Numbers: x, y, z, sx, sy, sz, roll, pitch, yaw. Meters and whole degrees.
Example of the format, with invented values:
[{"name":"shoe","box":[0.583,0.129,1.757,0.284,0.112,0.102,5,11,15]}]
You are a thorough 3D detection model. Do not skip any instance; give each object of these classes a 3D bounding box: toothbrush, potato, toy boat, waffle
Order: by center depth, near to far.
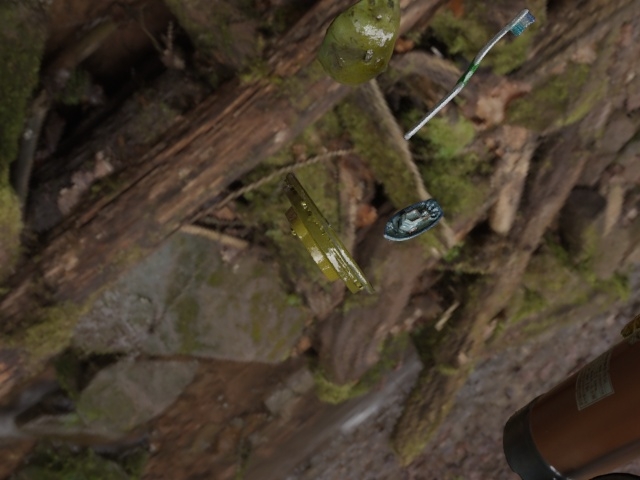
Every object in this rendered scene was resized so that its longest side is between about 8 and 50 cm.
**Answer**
[{"name":"toy boat","box":[0.178,-0.039,1.798,0.140,0.059,0.066,-27,165,-21]},{"name":"potato","box":[0.094,-0.410,2.016,0.160,0.111,0.271,-23,166,-24]},{"name":"waffle","box":[0.811,0.160,2.182,0.250,0.056,0.261,-34,173,-9]},{"name":"toothbrush","box":[0.343,-0.393,2.227,0.418,0.040,0.042,-43,-175,18]}]

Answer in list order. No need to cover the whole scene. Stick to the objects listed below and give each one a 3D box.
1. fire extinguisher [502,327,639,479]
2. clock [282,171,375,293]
[{"name":"fire extinguisher","box":[0.345,0.183,0.961,0.113,0.200,0.376,6,145,-26]},{"name":"clock","box":[0.000,0.000,1.467,0.057,0.237,0.237,-35,158,1]}]
